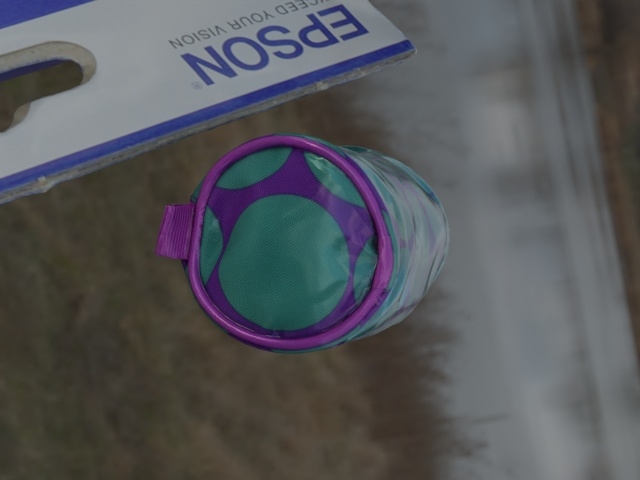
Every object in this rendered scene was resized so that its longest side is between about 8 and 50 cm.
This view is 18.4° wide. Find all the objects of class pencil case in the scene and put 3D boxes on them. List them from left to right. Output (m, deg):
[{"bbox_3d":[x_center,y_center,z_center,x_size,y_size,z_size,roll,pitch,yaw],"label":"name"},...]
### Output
[{"bbox_3d":[0.000,0.000,0.628,0.151,0.070,0.064,-4,107,-81],"label":"pencil case"}]

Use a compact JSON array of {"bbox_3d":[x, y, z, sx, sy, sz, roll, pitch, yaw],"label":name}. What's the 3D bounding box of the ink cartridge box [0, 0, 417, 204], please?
[{"bbox_3d":[-0.178,-0.102,0.662,0.307,0.303,0.072,51,-37,24],"label":"ink cartridge box"}]
